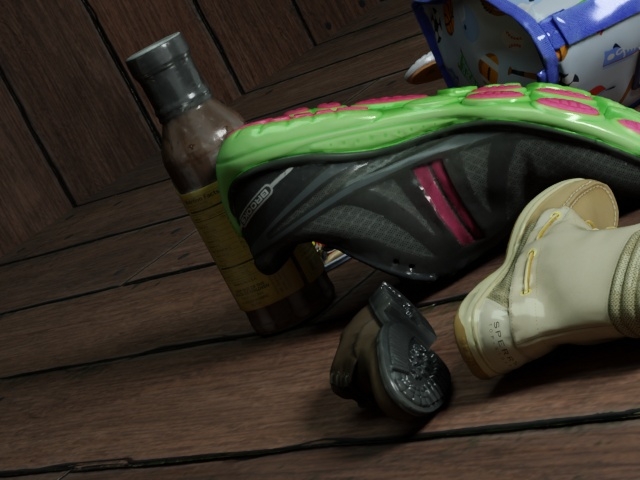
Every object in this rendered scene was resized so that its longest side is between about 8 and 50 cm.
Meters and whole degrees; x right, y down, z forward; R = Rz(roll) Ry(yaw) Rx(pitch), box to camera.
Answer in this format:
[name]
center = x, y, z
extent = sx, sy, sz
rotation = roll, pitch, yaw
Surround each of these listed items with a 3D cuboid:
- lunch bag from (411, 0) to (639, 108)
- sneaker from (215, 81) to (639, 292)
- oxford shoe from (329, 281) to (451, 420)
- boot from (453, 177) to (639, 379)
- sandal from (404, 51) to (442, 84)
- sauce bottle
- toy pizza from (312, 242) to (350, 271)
[lunch bag]
center = 0.334, -0.275, 2.094
extent = 0.328, 0.239, 0.385
rotation = -28, 6, -12
[sneaker]
center = 0.135, -0.053, 1.787
extent = 0.482, 0.202, 0.185
rotation = -4, 11, 18
[oxford shoe]
center = 0.056, 0.118, 1.514
extent = 0.096, 0.083, 0.227
rotation = -45, 10, 9
[boot]
center = 0.248, 0.013, 1.452
extent = 0.203, 0.095, 0.262
rotation = -17, 18, 40
[sandal]
center = 0.245, -0.256, 2.540
extent = 0.265, 0.076, 0.102
rotation = -21, -14, -24
[sauce bottle]
center = -0.104, -0.066, 1.914
extent = 0.111, 0.344, 0.111
rotation = -25, 11, 5
[toy pizza]
center = 0.000, 0.000, 2.145
extent = 0.201, 0.032, 0.201
rotation = -26, 13, 6
